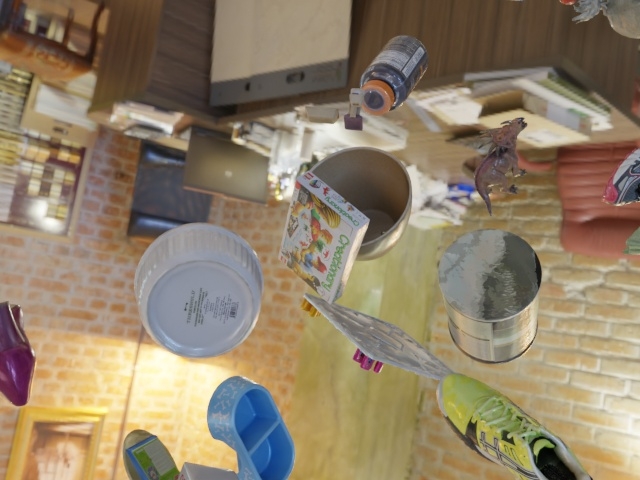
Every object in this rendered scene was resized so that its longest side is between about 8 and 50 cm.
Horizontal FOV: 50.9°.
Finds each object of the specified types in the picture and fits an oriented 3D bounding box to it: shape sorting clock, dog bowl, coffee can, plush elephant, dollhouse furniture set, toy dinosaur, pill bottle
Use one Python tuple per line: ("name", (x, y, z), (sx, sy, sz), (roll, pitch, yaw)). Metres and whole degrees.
("shape sorting clock", (-0.397, 0.541, 1.586), (0.206, 0.040, 0.206), (52, -172, -10))
("dog bowl", (-0.154, 0.460, 1.585), (0.074, 0.297, 0.166), (-4, -154, 40))
("coffee can", (0.363, 0.127, 1.434), (0.201, 0.202, 0.275), (7, 155, 20))
("plush elephant", (0.733, -0.525, 1.392), (0.329, 0.272, 0.255), (-15, -168, -14))
("dollhouse furniture set", (0.029, -0.272, 1.276), (0.114, 0.081, 0.091), (6, 155, 8))
("toy dinosaur", (0.540, -0.237, 2.094), (0.127, 0.296, 0.200), (27, -179, 43))
("pill bottle", (0.182, -0.420, 1.736), (0.130, 0.246, 0.131), (18, 137, 18))

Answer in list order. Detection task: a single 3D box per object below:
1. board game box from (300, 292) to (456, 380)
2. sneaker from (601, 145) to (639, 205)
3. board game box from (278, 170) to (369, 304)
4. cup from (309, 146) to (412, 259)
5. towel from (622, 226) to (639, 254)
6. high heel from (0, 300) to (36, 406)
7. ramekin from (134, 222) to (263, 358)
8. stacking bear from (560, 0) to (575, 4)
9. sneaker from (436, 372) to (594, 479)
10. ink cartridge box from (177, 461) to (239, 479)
("board game box", (0.175, 0.298, 1.911), (0.389, 0.050, 0.390), (23, -172, -33))
("sneaker", (0.698, -0.128, 1.350), (0.299, 0.112, 0.121), (-16, 141, -19))
("board game box", (0.000, 0.000, 1.624), (0.193, 0.053, 0.305), (40, 144, 19))
("cup", (0.120, -0.069, 1.952), (0.330, 0.331, 0.237), (7, 153, 22))
("towel", (0.802, 0.002, 1.316), (0.247, 0.038, 0.324), (-31, -148, -35))
("high heel", (-0.614, 0.218, 1.281), (0.127, 0.182, 0.377), (-15, 179, -24))
("ramekin", (-0.187, 0.085, 1.048), (0.207, 0.207, 0.109), (11, -164, -15))
("stacking bear", (0.264, -0.408, 0.774), (0.164, 0.176, 0.289), (-26, 143, 12))
("sneaker", (0.400, 0.393, 1.360), (0.384, 0.145, 0.147), (39, 151, 28))
("ink cartridge box", (-0.257, 0.638, 1.382), (0.121, 0.289, 0.211), (20, 180, -24))
